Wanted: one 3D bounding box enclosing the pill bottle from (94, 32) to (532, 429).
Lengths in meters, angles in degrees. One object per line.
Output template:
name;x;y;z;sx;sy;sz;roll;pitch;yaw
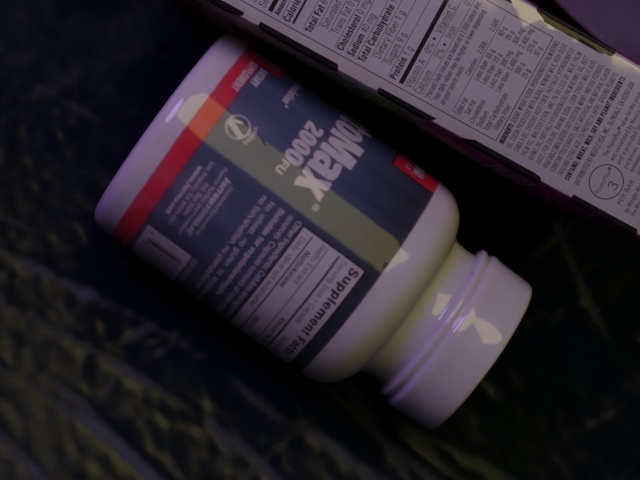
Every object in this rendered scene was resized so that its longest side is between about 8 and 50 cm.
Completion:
pill bottle;0.000;0.000;0.834;0.180;0.108;0.108;36;60;-4

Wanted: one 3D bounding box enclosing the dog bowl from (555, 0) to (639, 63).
dog bowl;0.217;-0.183;0.941;0.349;0.102;0.349;22;39;-19

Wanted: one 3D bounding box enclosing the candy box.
candy box;0.047;-0.088;0.857;0.233;0.159;0.071;29;92;-7
